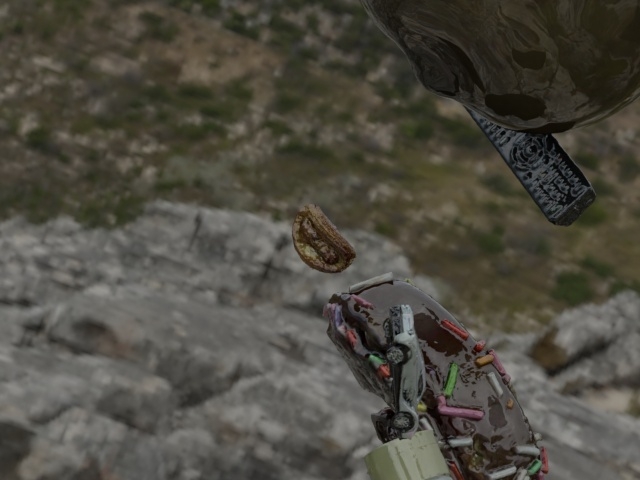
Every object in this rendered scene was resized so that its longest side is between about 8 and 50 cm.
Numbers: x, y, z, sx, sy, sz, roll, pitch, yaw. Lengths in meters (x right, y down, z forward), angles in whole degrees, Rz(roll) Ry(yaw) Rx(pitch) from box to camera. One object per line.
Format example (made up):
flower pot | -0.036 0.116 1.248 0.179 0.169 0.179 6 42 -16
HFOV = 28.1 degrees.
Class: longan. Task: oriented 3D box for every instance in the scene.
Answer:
longan | 0.202 -0.283 1.270 0.361 0.361 0.361 22 12 -5

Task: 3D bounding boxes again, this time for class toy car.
toy car | 0.054 0.085 0.807 0.025 0.093 0.041 -5 31 4

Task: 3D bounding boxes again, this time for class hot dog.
hot dog | 0.000 0.000 1.395 0.083 0.058 0.035 49 40 13

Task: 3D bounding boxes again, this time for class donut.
donut | 0.145 0.201 1.453 0.259 0.136 0.345 32 -25 57

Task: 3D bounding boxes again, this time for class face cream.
face cream | 0.109 0.282 1.115 0.114 0.070 0.224 74 -5 -72

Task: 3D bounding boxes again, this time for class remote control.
remote control | 0.222 -0.114 1.411 0.025 0.063 0.245 24 28 -45
